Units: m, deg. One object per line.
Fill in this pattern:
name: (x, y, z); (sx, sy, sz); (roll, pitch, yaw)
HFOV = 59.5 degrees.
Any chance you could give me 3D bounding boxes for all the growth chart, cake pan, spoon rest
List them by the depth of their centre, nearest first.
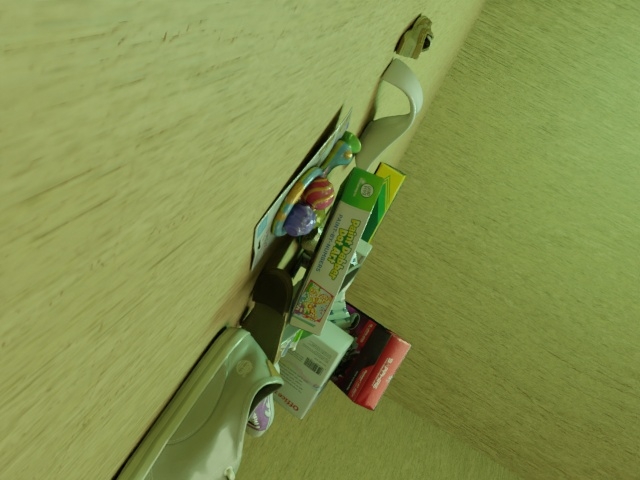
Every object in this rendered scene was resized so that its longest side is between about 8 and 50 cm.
spoon rest: (0.130, -0.218, 1.076); (0.137, 0.084, 0.276); (-57, 173, -26)
cake pan: (-0.035, 0.136, 1.210); (0.293, 0.054, 0.293); (-42, 170, -9)
growth chart: (-0.130, 0.293, 1.399); (0.237, 0.021, 0.172); (-32, 155, -36)

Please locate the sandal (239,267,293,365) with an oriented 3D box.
sandal: (-0.088, 0.142, 0.950); (0.079, 0.088, 0.240); (-39, 154, -59)

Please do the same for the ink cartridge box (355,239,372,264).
ink cartridge box: (0.107, 0.023, 1.915); (0.052, 0.122, 0.088); (-58, 174, -25)

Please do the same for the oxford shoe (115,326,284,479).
oxford shoe: (-0.193, 0.325, 0.759); (0.449, 0.130, 0.169); (-56, 175, -27)

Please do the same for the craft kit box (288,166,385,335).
craft kit box: (0.019, 0.016, 0.913); (0.250, 0.061, 0.247); (-171, -79, -88)

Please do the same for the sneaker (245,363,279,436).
sneaker: (-0.201, 0.465, 1.541); (0.161, 0.102, 0.282); (-46, 149, -56)

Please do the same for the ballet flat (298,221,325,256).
ballet flat: (0.000, 0.000, 1.111); (0.073, 0.067, 0.206); (-59, 174, -4)

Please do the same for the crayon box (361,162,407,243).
crayon box: (0.209, -0.134, 2.125); (0.313, 0.106, 0.363); (-62, 175, 10)

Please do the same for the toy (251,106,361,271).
toy: (-0.009, -0.061, 0.779); (0.237, 0.056, 0.137); (-57, 173, -28)

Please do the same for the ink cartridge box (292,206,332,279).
ink cartridge box: (0.007, 0.019, 1.301); (0.181, 0.061, 0.104); (-58, 174, -16)

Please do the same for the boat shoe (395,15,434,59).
boat shoe: (0.171, -0.347, 0.971); (0.135, 0.045, 0.050); (-55, 173, -41)

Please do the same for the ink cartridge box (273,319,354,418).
ink cartridge box: (-0.059, 0.358, 1.675); (0.117, 0.201, 0.278); (-29, 150, -61)

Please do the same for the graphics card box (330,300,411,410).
graphics card box: (0.098, 0.341, 1.775); (0.233, 0.094, 0.371); (-60, -149, 0)

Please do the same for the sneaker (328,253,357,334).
sneaker: (0.010, 0.152, 1.762); (0.182, 0.127, 0.316); (27, -65, 59)

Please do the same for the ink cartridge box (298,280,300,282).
ink cartridge box: (-0.067, 0.193, 1.534); (0.150, 0.063, 0.109); (-60, 174, -8)
